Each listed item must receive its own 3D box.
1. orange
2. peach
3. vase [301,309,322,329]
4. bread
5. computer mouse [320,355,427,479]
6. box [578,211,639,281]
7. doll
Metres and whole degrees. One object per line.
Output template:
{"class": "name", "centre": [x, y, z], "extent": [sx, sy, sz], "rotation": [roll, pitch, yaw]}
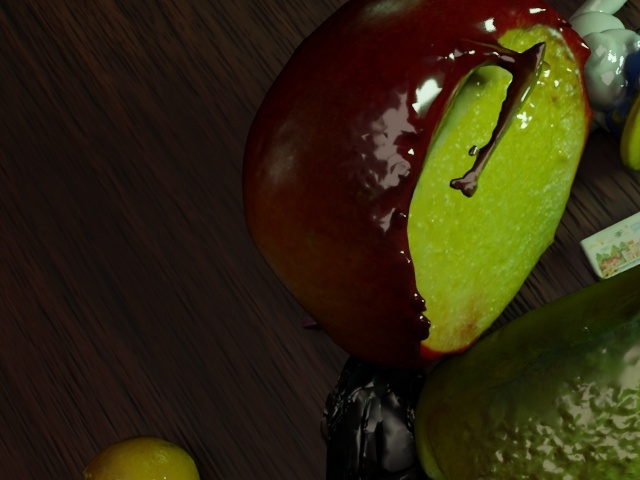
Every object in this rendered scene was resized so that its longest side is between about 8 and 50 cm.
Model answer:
{"class": "orange", "centre": [-0.206, 0.301, 1.236], "extent": [0.134, 0.156, 0.156], "rotation": [31, 87, 35]}
{"class": "peach", "centre": [0.082, -0.085, 1.116], "extent": [0.310, 0.335, 0.406], "rotation": [26, 95, 33]}
{"class": "vase", "centre": [0.000, 0.000, 1.296], "extent": [0.086, 0.086, 0.214], "rotation": [-6, 79, 15]}
{"class": "bread", "centre": [0.277, 0.175, 1.091], "extent": [0.376, 0.208, 0.251], "rotation": [-27, 67, 22]}
{"class": "computer mouse", "centre": [0.063, 0.226, 1.220], "extent": [0.146, 0.077, 0.241], "rotation": [-2, 76, 18]}
{"class": "box", "centre": [0.391, 0.073, 1.183], "extent": [0.122, 0.032, 0.220], "rotation": [-27, 71, 11]}
{"class": "doll", "centre": [0.325, -0.158, 1.198], "extent": [0.242, 0.159, 0.311], "rotation": [40, 100, 19]}
